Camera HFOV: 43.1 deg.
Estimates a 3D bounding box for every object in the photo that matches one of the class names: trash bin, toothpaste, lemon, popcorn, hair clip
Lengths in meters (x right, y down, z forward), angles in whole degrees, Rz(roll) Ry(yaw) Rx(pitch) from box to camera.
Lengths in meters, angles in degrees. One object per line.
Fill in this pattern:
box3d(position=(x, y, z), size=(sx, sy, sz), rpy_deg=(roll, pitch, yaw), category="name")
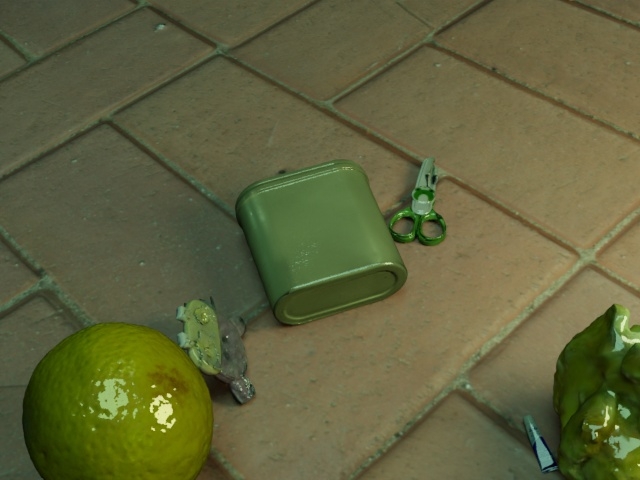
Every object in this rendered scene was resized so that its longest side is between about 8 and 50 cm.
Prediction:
box3d(position=(0.000, 0.000, 1.365), size=(0.244, 0.121, 0.247), rpy_deg=(-17, 51, -8), category="trash bin")
box3d(position=(0.305, 0.283, 1.127), size=(0.024, 0.015, 0.083), rpy_deg=(-18, 52, 2), category="toothpaste")
box3d(position=(-0.269, 0.237, 1.089), size=(0.268, 0.267, 0.267), rpy_deg=(-4, 47, 4), category="lemon")
box3d(position=(0.423, 0.225, 1.023), size=(0.226, 0.276, 0.276), rpy_deg=(28, 48, -14), category="popcorn")
box3d(position=(-0.168, 0.149, 1.242), size=(0.056, 0.146, 0.187), rpy_deg=(-43, 40, 13), category="hair clip")

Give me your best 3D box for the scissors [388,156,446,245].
box3d(position=(0.185, -0.075, 1.467), size=(0.101, 0.027, 0.204), rpy_deg=(7, 51, 10), category="scissors")
